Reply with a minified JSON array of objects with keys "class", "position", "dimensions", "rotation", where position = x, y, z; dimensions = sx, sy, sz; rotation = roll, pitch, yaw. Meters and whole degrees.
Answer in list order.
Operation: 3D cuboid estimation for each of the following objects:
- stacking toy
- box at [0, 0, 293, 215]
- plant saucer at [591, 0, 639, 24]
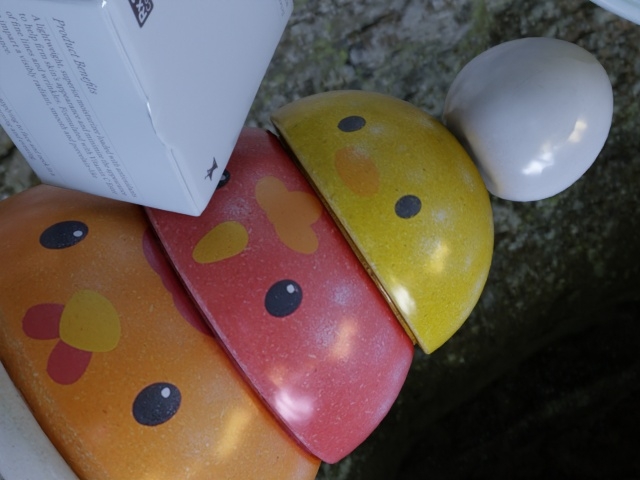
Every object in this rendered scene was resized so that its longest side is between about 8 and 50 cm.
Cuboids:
[{"class":"stacking toy","position":[0.000,0.000,0.656],"dimensions":[0.480,0.350,0.350],"rotation":[-36,-138,0]},{"class":"box","position":[-0.109,-0.142,0.515],"dimensions":[0.119,0.181,0.182],"rotation":[12,-118,15]},{"class":"plant saucer","position":[0.235,-0.255,0.351],"dimensions":[0.400,0.400,0.100],"rotation":[-13,-151,16]}]
